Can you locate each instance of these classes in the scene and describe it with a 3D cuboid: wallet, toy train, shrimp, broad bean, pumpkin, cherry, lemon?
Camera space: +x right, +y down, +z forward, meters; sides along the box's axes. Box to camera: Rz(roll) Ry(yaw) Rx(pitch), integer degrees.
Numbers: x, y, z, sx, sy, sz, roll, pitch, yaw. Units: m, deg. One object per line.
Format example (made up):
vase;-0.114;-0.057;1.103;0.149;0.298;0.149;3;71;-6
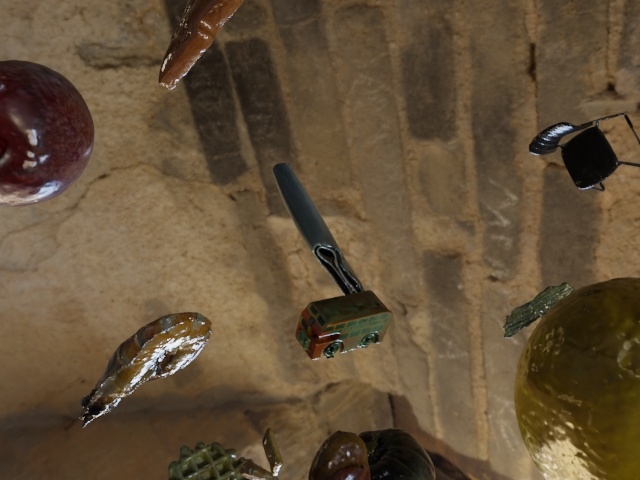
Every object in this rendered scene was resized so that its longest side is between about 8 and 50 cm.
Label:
wallet;0.001;-0.001;1.331;0.251;0.054;0.290;60;2;38
toy train;0.047;0.152;1.163;0.072;0.188;0.099;46;-46;43
shrimp;-0.315;0.232;1.144;0.317;0.164;0.062;-43;-127;16
broad bean;0.048;0.567;1.489;0.122;0.156;0.228;-169;-89;-71
pumpkin;0.172;0.701;1.849;0.323;0.323;0.241;10;-50;52
cherry;-0.483;-0.181;1.040;0.300;0.203;0.230;-80;152;-66
shrimp;-0.149;0.548;1.503;0.099;0.041;0.180;19;-19;-11
lemon;0.419;0.215;0.847;0.336;0.336;0.336;35;-39;35

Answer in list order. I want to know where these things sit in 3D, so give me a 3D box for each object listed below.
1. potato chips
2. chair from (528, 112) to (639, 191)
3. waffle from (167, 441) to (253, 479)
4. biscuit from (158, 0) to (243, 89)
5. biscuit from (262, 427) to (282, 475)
potato chips;0.531;0.167;1.565;0.092;0.208;0.028;46;18;-35
chair;0.613;-0.198;1.459;0.140;0.221;0.145;-42;-120;53
waffle;-0.293;0.704;1.713;0.292;0.309;0.056;30;-39;-15
biscuit;-0.161;-0.365;0.950;0.043;0.306;0.284;33;-5;-29
biscuit;-0.101;0.443;1.324;0.083;0.018;0.081;107;-33;-51
